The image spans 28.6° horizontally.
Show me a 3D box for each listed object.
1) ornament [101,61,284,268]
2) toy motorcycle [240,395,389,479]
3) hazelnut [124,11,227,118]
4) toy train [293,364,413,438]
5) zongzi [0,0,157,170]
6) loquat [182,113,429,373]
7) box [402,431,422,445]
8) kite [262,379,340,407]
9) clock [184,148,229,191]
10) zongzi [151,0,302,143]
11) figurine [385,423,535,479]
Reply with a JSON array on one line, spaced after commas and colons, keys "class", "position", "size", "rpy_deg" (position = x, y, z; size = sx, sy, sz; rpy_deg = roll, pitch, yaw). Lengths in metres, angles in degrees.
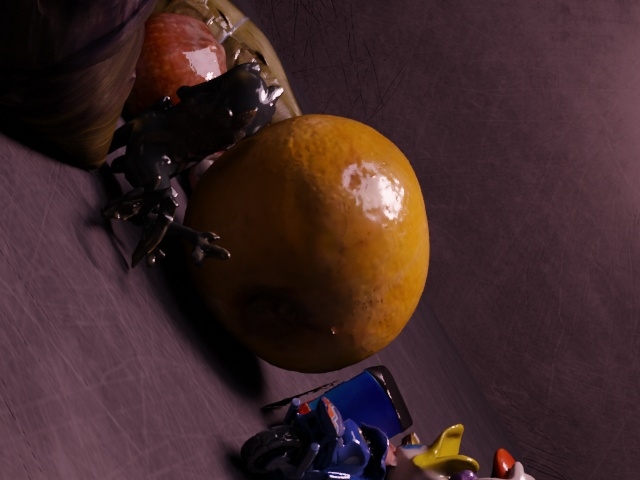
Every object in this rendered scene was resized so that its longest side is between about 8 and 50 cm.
[{"class": "ornament", "position": [-0.117, -0.064, 1.206], "size": [0.236, 0.202, 0.080], "rpy_deg": [-102, 166, -57]}, {"class": "toy motorcycle", "position": [0.004, 0.208, 1.211], "size": [0.205, 0.114, 0.076], "rpy_deg": [46, 16, -57]}, {"class": "hazelnut", "position": [-0.181, -0.205, 1.518], "size": [0.143, 0.143, 0.154], "rpy_deg": [45, 25, -57]}, {"class": "toy train", "position": [0.039, 0.197, 1.392], "size": [0.083, 0.131, 0.204], "rpy_deg": [59, 8, 8]}, {"class": "zongzi", "position": [-0.311, -0.257, 1.056], "size": [0.403, 0.208, 0.432], "rpy_deg": [40, -23, 4]}, {"class": "loquat", "position": [-0.013, -0.005, 1.348], "size": [0.275, 0.275, 0.275], "rpy_deg": [56, 9, -13]}, {"class": "box", "position": [0.167, 0.362, 1.915], "size": [0.133, 0.023, 0.090], "rpy_deg": [58, 7, -5]}, {"class": "kite", "position": [-0.026, 0.168, 1.350], "size": [0.122, 0.090, 0.004], "rpy_deg": [-37, -110, 59]}, {"class": "clock", "position": [-0.104, -0.056, 1.607], "size": [0.162, 0.092, 0.166], "rpy_deg": [44, 18, -50]}, {"class": "zongzi", "position": [-0.093, -0.198, 1.721], "size": [0.360, 0.160, 0.323], "rpy_deg": [42, 7, 13]}, {"class": "figurine", "position": [0.187, 0.352, 1.535], "size": [0.154, 0.193, 0.421], "rpy_deg": [51, 2, -46]}]
